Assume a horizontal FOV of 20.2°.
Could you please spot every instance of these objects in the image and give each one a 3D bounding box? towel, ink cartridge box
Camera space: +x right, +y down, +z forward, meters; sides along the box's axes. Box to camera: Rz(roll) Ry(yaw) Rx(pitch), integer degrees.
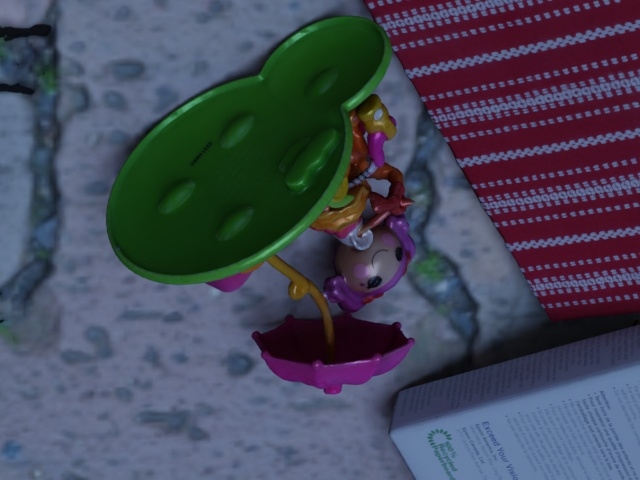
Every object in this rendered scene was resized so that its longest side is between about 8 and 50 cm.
[{"bbox_3d":[0.143,-0.075,0.882,0.199,0.031,0.275,-9,126,36],"label":"towel"},{"bbox_3d":[0.183,0.147,1.000,0.224,0.045,0.223,-15,121,23],"label":"ink cartridge box"}]

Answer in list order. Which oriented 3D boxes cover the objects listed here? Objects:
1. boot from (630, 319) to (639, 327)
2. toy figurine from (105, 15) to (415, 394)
[{"bbox_3d":[0.222,0.132,1.049,0.152,0.073,0.197,10,113,-12],"label":"boot"},{"bbox_3d":[0.000,0.000,0.912,0.173,0.130,0.159,-50,134,-18],"label":"toy figurine"}]
